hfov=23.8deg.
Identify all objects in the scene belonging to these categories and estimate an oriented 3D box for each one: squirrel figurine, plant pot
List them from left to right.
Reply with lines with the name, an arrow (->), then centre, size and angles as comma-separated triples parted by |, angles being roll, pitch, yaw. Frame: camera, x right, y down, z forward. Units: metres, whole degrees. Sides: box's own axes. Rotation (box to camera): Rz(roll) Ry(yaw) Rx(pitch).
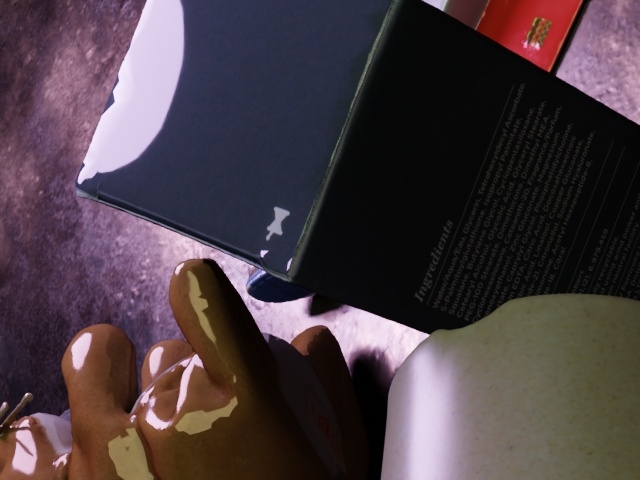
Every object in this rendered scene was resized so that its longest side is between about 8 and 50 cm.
squirrel figurine -> -0.148, 0.266, 1.358 | 0.370, 0.281, 0.397 | -25, 71, 16
plant pot -> 0.154, 0.212, 0.905 | 0.334, 0.334, 0.305 | -33, 41, 34

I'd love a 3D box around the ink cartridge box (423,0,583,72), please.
ink cartridge box -> 0.173, -0.305, 1.456 | 0.239, 0.060, 0.275 | 29, 95, 50

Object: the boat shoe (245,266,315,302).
boat shoe -> 0.000, 0.000, 1.516 | 0.183, 0.066, 0.066 | -30, 48, 24

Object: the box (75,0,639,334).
box -> 0.064, -0.047, 1.207 | 0.293, 0.395, 0.212 | 21, 90, 49

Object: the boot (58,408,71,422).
boot -> -0.226, 0.264, 1.622 | 0.263, 0.091, 0.229 | -24, 58, 42
